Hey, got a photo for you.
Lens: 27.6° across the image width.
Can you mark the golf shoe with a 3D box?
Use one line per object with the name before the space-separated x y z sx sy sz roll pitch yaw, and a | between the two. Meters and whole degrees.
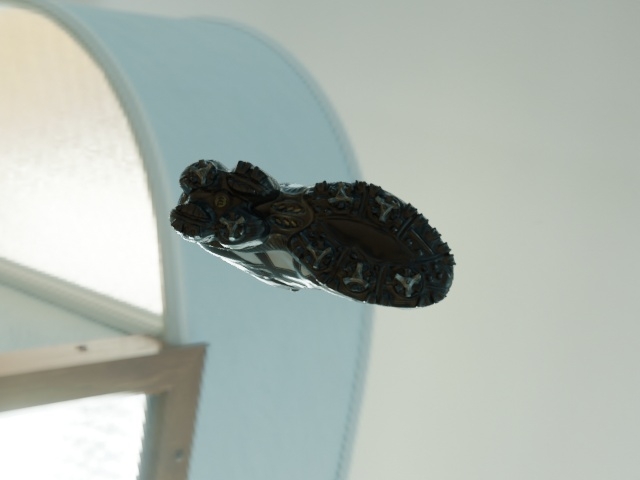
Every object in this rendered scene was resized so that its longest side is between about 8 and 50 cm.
golf shoe | 0.000 0.000 0.870 0.198 0.094 0.077 20 -103 18
